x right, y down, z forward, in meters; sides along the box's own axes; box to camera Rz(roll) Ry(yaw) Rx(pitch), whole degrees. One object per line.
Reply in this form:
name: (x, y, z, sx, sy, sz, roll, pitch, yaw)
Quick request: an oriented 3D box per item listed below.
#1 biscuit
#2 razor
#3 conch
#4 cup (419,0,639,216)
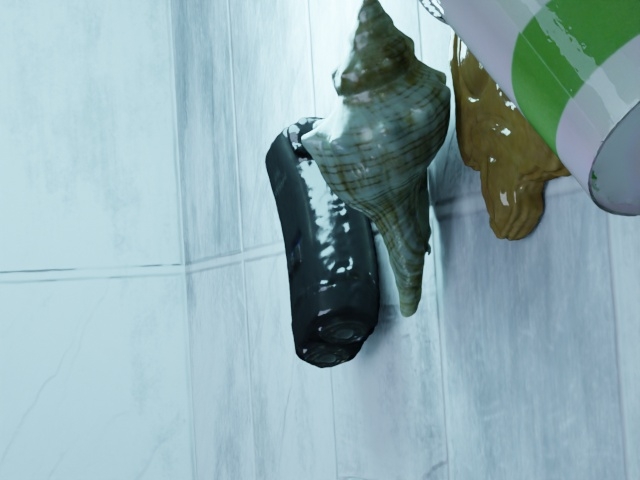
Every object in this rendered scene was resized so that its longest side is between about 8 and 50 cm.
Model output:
biscuit: (0.197, -0.186, 1.495, 0.269, 0.051, 0.376, -160, 69, -70)
razor: (0.004, -0.001, 1.949, 0.189, 0.107, 0.327, 123, 141, -58)
conch: (0.065, -0.103, 1.669, 0.203, 0.169, 0.386, -54, -26, -55)
cup: (0.233, -0.177, 1.142, 0.253, 0.253, 0.274, 111, 143, -47)
